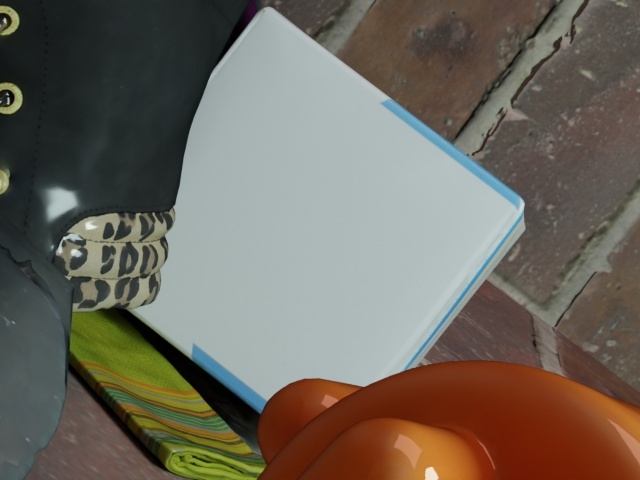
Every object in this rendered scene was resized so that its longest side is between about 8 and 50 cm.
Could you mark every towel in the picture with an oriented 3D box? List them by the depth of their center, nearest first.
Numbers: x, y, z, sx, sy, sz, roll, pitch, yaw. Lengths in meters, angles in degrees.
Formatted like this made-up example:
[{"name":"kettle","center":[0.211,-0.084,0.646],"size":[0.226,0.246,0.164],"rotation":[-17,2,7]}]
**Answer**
[{"name":"towel","center":[-0.120,0.060,1.067],"size":[0.237,0.021,0.102],"rotation":[42,9,35]}]

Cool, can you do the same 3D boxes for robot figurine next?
[{"name":"robot figurine","center":[0.058,0.101,0.439],"size":[0.158,0.128,0.219],"rotation":[3,-11,31]}]

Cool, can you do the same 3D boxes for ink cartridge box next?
[{"name":"ink cartridge box","center":[0.000,0.000,1.217],"size":[0.198,0.197,0.270],"rotation":[38,3,7]}]

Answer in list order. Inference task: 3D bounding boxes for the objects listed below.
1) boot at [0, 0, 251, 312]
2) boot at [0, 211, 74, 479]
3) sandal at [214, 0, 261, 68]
[{"name":"boot","center":[-0.173,-0.117,0.905],"size":[0.138,0.284,0.377],"rotation":[24,11,38]},{"name":"boot","center":[-0.264,-0.053,0.528],"size":[0.445,0.146,0.367],"rotation":[56,22,-16]},{"name":"sandal","center":[-0.091,-0.167,1.252],"size":[0.107,0.446,0.167],"rotation":[9,40,2]}]
